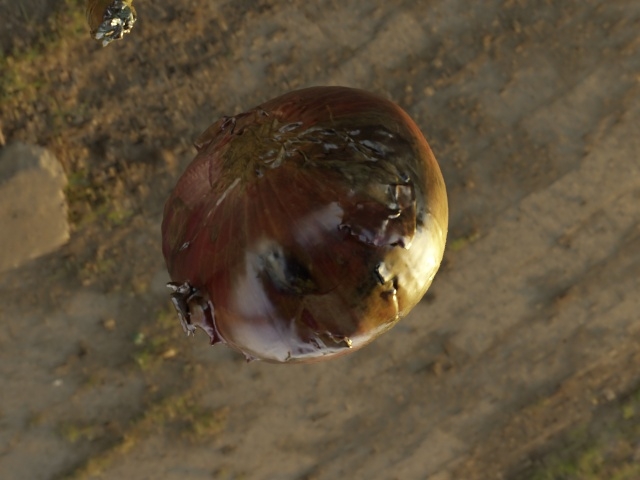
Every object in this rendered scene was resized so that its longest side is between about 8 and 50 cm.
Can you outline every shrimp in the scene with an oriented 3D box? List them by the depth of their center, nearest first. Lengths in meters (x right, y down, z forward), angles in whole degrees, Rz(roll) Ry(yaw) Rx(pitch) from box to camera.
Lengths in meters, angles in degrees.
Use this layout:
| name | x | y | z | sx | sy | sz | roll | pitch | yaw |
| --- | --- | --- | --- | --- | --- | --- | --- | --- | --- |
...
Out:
| name | x | y | z | sx | sy | sz | roll | pitch | yaw |
| --- | --- | --- | --- | --- | --- | --- | --- | --- | --- |
| shrimp | -0.117 | -0.216 | 0.909 | 0.161 | 0.166 | 0.049 | -29 | 120 | 29 |

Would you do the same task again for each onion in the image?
| name | x | y | z | sx | sy | sz | roll | pitch | yaw |
| --- | --- | --- | --- | --- | --- | --- | --- | --- | --- |
| onion | -0.024 | -0.014 | 1.386 | 0.354 | 0.353 | 0.353 | -18 | 144 | -14 |
